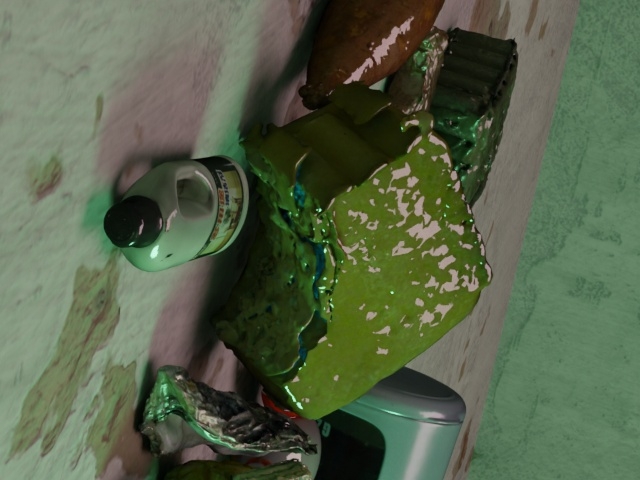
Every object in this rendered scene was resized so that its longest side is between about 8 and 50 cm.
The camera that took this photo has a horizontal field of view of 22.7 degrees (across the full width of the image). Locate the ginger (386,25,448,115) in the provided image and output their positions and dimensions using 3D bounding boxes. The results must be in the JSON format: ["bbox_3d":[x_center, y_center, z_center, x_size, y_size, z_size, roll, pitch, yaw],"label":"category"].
[{"bbox_3d":[0.120,-0.153,2.179,0.122,0.084,0.290,-39,145,-77],"label":"ginger"}]

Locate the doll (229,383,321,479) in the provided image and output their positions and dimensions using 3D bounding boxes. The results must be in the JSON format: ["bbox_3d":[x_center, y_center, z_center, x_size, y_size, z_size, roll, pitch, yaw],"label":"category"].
[{"bbox_3d":[-0.047,0.208,1.968,0.200,0.105,0.337,-30,128,-71],"label":"doll"}]

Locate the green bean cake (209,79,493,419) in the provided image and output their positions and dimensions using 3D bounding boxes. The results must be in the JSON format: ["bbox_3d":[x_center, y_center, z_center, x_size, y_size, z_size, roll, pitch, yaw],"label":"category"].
[{"bbox_3d":[0.000,0.000,1.695,0.285,0.202,0.310,-31,132,-15],"label":"green bean cake"}]

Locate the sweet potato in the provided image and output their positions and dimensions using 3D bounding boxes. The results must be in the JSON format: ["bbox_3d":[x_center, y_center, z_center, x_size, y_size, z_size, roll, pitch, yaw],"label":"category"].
[{"bbox_3d":[0.067,-0.254,1.791,0.337,0.131,0.131,-60,161,-44],"label":"sweet potato"}]

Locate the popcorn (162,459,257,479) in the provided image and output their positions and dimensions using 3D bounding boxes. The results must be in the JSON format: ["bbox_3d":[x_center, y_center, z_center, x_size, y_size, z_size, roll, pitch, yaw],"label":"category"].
[{"bbox_3d":[-0.120,0.290,1.732,0.120,0.116,0.106,25,73,-66],"label":"popcorn"}]

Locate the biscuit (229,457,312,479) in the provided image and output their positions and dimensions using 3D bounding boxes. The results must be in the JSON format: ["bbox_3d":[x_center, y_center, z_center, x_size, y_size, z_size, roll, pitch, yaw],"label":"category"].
[{"bbox_3d":[-0.121,0.312,1.644,0.250,0.046,0.147,-6,121,-34],"label":"biscuit"}]

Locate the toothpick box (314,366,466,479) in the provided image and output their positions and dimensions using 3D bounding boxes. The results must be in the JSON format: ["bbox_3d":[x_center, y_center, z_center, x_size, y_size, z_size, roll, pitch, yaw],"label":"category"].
[{"bbox_3d":[0.048,0.348,2.177,0.263,0.263,0.355,-5,113,-75],"label":"toothpick box"}]

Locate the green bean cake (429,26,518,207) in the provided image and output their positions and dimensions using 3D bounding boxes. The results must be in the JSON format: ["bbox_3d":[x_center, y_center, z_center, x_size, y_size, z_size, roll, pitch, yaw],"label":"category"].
[{"bbox_3d":[0.209,-0.166,2.426,0.241,0.132,0.255,-60,161,-52],"label":"green bean cake"}]

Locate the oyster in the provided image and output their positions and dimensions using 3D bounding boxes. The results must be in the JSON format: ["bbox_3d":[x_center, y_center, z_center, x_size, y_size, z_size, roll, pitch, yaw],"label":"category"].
[{"bbox_3d":[-0.103,0.203,1.693,0.199,0.252,0.087,-14,-117,59],"label":"oyster"}]

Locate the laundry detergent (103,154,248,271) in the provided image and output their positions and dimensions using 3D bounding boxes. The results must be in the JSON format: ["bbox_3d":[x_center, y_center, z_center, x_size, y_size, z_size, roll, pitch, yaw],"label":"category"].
[{"bbox_3d":[-0.133,-0.024,1.417,0.099,0.070,0.225,-67,166,12],"label":"laundry detergent"}]
